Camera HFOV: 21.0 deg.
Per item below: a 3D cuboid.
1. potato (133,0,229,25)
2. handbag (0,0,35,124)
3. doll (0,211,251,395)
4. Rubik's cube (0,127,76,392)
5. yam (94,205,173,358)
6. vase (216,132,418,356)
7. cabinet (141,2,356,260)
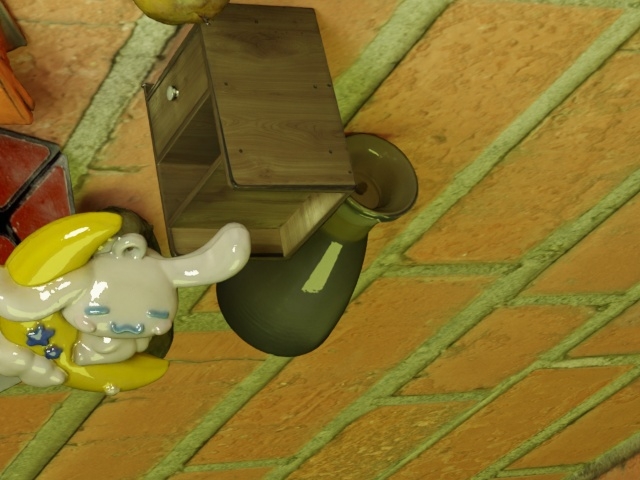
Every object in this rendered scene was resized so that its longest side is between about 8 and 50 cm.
[{"bbox_3d":[-0.105,-0.274,1.535,0.176,0.137,0.137,-43,149,12],"label":"potato"},{"bbox_3d":[-0.497,-0.157,1.602,0.410,0.116,0.303,-14,160,3],"label":"handbag"},{"bbox_3d":[-0.218,0.063,1.733,0.252,0.111,0.237,9,125,-21],"label":"doll"},{"bbox_3d":[-0.432,0.030,1.883,0.260,0.259,0.254,-30,151,32],"label":"Rubik's cube"},{"bbox_3d":[-0.256,0.059,2.211,0.133,0.133,0.330,-10,155,-8],"label":"yam"},{"bbox_3d":[0.000,0.000,2.199,0.173,0.173,0.321,0,147,-29],"label":"vase"},{"bbox_3d":[-0.084,-0.111,1.804,0.148,0.215,0.175,1,155,-27],"label":"cabinet"}]
